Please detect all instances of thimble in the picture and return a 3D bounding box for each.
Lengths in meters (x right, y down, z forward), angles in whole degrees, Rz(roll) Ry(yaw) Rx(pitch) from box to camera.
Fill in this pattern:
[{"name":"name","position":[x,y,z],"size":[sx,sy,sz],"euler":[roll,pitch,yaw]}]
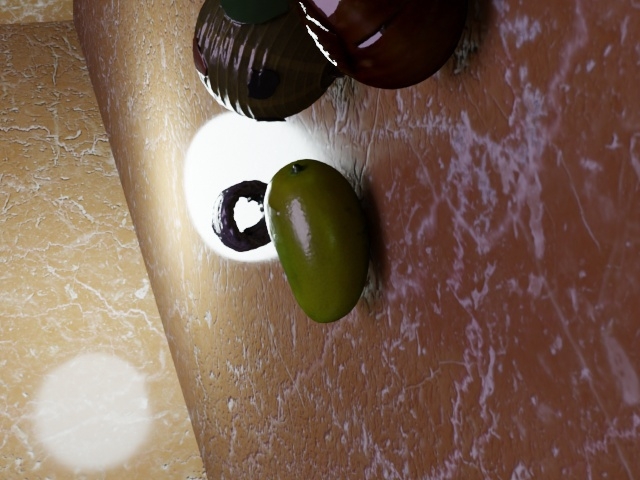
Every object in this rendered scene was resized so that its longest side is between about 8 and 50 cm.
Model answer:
[{"name":"thimble","position":[-0.150,-0.051,1.784],"size":[0.098,0.150,0.150],"euler":[-12,88,63]}]

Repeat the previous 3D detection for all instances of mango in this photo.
[{"name":"mango","position":[0.003,-0.005,1.425],"size":[0.185,0.149,0.273],"euler":[-33,74,59]}]

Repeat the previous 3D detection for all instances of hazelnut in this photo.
[{"name":"hazelnut","position":[0.083,-0.303,1.059],"size":[0.229,0.229,0.230],"euler":[170,90,-68]}]

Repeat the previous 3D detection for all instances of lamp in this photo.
[{"name":"lamp","position":[-0.060,-0.303,1.370],"size":[0.284,0.250,0.250],"euler":[25,132,17]}]
